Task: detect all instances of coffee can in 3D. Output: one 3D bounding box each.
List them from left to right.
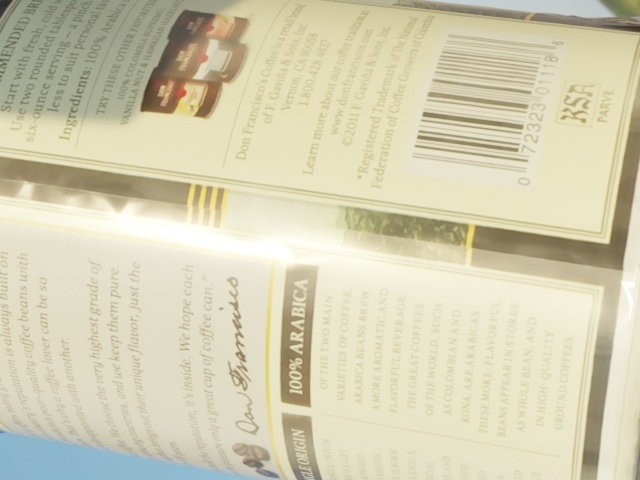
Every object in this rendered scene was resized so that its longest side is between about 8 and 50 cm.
[{"bbox_3d":[0.000,0.000,0.622,0.275,0.202,0.201,9,-172,14],"label":"coffee can"}]

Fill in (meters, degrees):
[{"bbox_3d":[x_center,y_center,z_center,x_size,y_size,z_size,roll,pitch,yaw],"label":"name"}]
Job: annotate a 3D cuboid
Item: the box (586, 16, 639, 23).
[{"bbox_3d":[0.200,-0.119,1.103,0.324,0.067,0.063,9,125,49],"label":"box"}]
